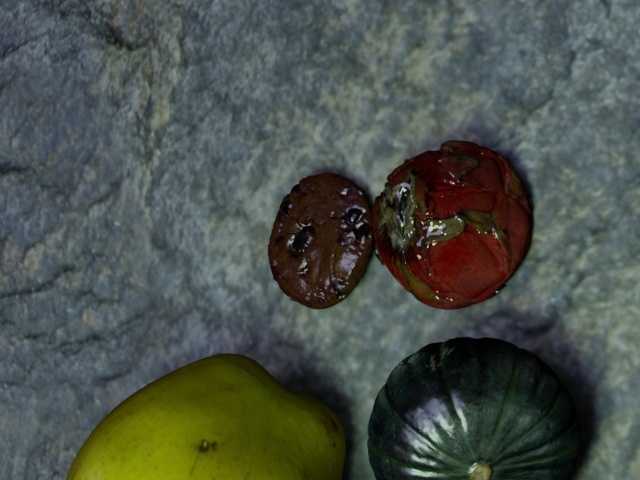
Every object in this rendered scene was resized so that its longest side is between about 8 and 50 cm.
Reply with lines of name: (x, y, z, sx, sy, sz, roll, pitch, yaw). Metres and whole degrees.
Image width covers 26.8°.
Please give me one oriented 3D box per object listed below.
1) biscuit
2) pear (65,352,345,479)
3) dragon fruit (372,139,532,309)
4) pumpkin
biscuit: (0.000, 0.000, 1.866, 0.192, 0.049, 0.192, -7, 79, 39)
pear: (-0.162, 0.351, 1.761, 0.362, 0.362, 0.418, 28, 77, 39)
dragon fruit: (0.136, -0.024, 1.687, 0.224, 0.148, 0.218, 32, 106, 39)
pumpkin: (0.182, 0.228, 1.590, 0.250, 0.216, 0.250, 5, 105, 17)
